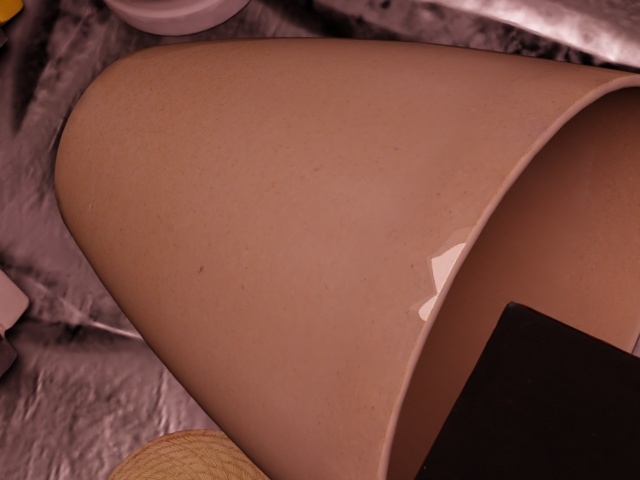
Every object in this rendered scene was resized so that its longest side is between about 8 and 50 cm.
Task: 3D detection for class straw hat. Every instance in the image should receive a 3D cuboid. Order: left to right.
[{"bbox_3d":[-0.079,0.171,0.621,0.144,0.061,0.144,-3,73,9],"label":"straw hat"}]

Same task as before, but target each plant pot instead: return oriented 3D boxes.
[{"bbox_3d":[0.000,0.000,0.586,0.274,0.256,0.256,25,78,32],"label":"plant pot"}]

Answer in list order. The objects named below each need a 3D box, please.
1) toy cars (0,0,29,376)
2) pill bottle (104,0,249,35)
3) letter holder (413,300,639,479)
[{"bbox_3d":[-0.271,-0.021,0.679,0.087,0.176,0.393,-23,65,43],"label":"toy cars"},{"bbox_3d":[-0.111,-0.232,0.642,0.153,0.264,0.153,-3,71,8],"label":"pill bottle"},{"bbox_3d":[0.103,0.214,0.480,0.152,0.214,0.302,26,83,32],"label":"letter holder"}]
